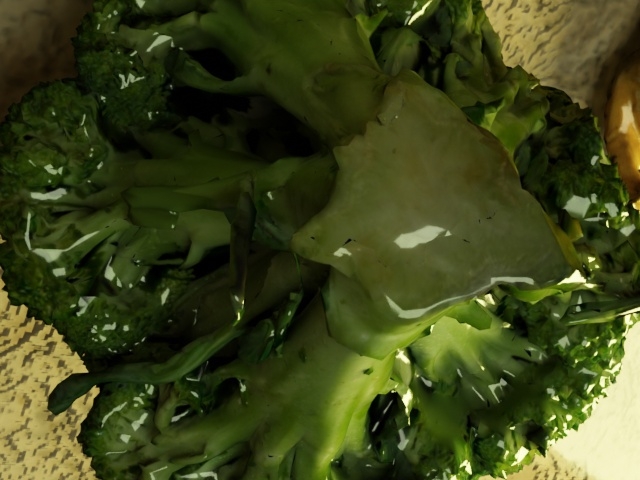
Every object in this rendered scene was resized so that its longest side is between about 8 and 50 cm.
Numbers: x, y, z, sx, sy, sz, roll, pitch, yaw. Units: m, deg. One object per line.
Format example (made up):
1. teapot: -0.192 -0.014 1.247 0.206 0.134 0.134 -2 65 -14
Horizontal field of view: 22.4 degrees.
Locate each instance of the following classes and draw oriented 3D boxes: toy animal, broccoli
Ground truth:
1. toy animal: 0.226 -0.025 0.951 0.114 0.116 0.255 -16 132 10
2. broccoli: 0.000 0.000 0.721 0.321 0.283 0.304 41 79 -7
